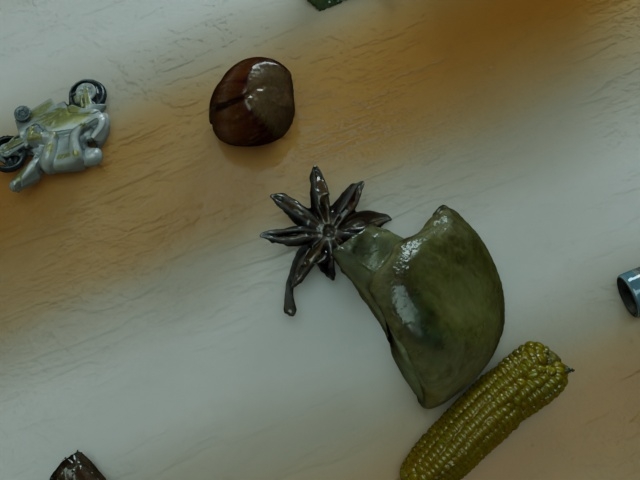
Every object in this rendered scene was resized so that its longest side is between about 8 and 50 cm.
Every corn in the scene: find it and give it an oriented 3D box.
[{"bbox_3d":[0.243,0.273,1.738,0.313,0.102,0.102,-40,79,-8],"label":"corn"}]

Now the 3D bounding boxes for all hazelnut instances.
[{"bbox_3d":[-0.112,-0.223,1.854,0.143,0.143,0.154,13,70,5],"label":"hazelnut"}]

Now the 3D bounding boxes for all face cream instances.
[{"bbox_3d":[0.583,0.046,1.792,0.229,0.075,0.075,-21,77,-2],"label":"face cream"}]

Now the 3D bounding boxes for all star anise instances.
[{"bbox_3d":[-0.001,0.000,1.814,0.231,0.089,0.209,-38,90,-6],"label":"star anise"}]

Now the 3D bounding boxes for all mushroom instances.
[{"bbox_3d":[0.178,0.079,1.713,0.217,0.212,0.292,-32,86,-5],"label":"mushroom"}]

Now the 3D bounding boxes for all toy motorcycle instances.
[{"bbox_3d":[-0.424,-0.164,1.874,0.228,0.074,0.151,-39,74,-16],"label":"toy motorcycle"}]

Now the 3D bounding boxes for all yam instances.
[{"bbox_3d":[-0.348,0.395,1.744,0.079,0.079,0.141,-43,80,-7],"label":"yam"}]

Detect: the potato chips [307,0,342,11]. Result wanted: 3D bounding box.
[{"bbox_3d":[0.063,-0.488,1.940,0.167,0.059,0.228,24,79,-3],"label":"potato chips"}]
